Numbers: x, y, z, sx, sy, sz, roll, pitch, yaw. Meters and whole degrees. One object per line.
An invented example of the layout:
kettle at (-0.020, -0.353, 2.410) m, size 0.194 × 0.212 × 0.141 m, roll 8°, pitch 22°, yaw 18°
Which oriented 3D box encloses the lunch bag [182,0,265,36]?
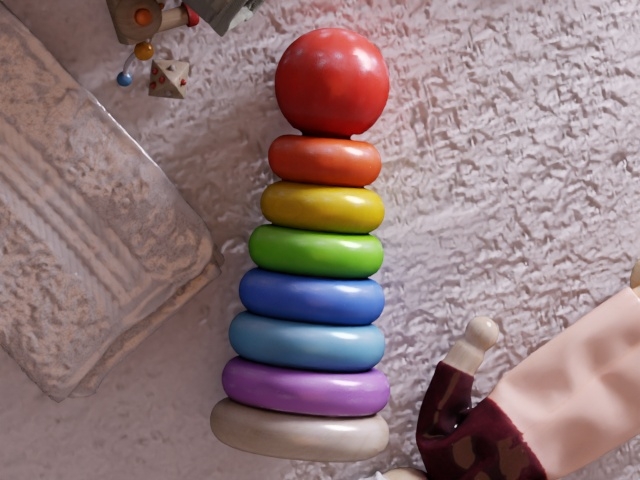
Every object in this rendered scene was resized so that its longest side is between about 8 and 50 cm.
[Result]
lunch bag at (-0.047, -0.325, 1.282) m, size 0.235 × 0.169 × 0.287 m, roll 43°, pitch 103°, yaw -3°

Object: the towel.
towel at (-0.222, -0.025, 1.410) m, size 0.187 × 0.049 × 0.282 m, roll -43°, pitch 105°, yaw -2°

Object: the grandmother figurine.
grandmother figurine at (0.163, 0.166, 1.507) m, size 0.342 × 0.104 × 0.208 m, roll -32°, pitch 78°, yaw -2°

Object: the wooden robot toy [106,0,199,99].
wooden robot toy at (-0.132, -0.182, 1.384) m, size 0.076 × 0.079 × 0.173 m, roll -20°, pitch 104°, yaw -8°

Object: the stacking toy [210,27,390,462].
stacking toy at (0.000, 0.000, 1.431) m, size 0.141 × 0.141 × 0.330 m, roll 6°, pitch 92°, yaw -13°
